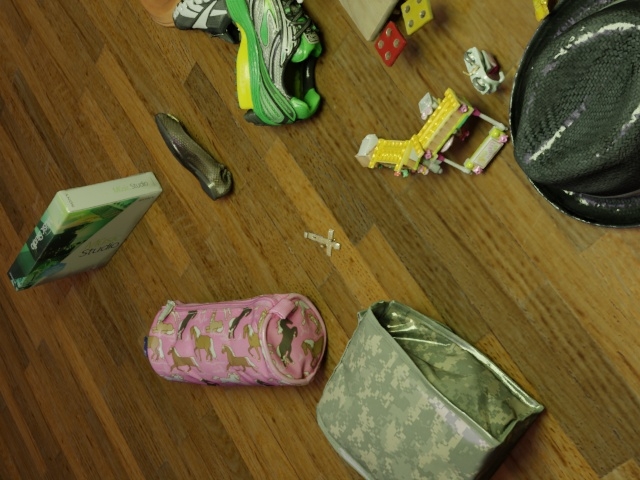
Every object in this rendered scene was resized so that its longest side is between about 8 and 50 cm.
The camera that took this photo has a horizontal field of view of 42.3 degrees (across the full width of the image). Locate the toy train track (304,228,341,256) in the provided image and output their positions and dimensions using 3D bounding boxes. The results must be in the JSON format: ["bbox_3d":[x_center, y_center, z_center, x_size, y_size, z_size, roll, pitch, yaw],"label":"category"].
[{"bbox_3d":[0.000,0.000,1.423,0.083,0.014,0.048,20,113,40],"label":"toy train track"}]

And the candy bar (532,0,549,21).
[{"bbox_3d":[0.277,-0.362,1.044,0.040,0.018,0.161,-157,65,-86],"label":"candy bar"}]

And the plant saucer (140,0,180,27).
[{"bbox_3d":[-0.296,-0.509,1.574,0.200,0.037,0.200,13,109,41],"label":"plant saucer"}]

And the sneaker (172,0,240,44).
[{"bbox_3d":[-0.183,-0.392,1.463,0.234,0.078,0.106,-8,101,48],"label":"sneaker"}]

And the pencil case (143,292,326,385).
[{"bbox_3d":[-0.162,0.184,1.526,0.386,0.167,0.160,-7,62,44],"label":"pencil case"}]

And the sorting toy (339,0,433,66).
[{"bbox_3d":[0.093,-0.375,1.208,0.132,0.046,0.274,-56,48,36],"label":"sorting toy"}]

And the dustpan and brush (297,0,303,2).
[{"bbox_3d":[-0.006,-0.461,1.252,0.147,0.060,0.211,5,93,53],"label":"dustpan and brush"}]

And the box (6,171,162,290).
[{"bbox_3d":[-0.500,-0.018,1.749,0.058,0.232,0.322,56,132,13],"label":"box"}]

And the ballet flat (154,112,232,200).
[{"bbox_3d":[-0.245,-0.170,1.597,0.250,0.058,0.084,47,164,33],"label":"ballet flat"}]

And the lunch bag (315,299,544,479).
[{"bbox_3d":[0.140,0.252,1.239,0.287,0.169,0.235,41,125,24],"label":"lunch bag"}]

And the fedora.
[{"bbox_3d":[0.332,-0.164,0.967,0.334,0.152,0.334,12,107,42],"label":"fedora"}]

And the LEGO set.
[{"bbox_3d":[0.168,-0.140,1.195,0.287,0.107,0.132,-39,38,47],"label":"LEGO set"}]

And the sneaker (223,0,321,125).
[{"bbox_3d":[-0.059,-0.357,1.335,0.146,0.134,0.343,7,114,36],"label":"sneaker"}]
